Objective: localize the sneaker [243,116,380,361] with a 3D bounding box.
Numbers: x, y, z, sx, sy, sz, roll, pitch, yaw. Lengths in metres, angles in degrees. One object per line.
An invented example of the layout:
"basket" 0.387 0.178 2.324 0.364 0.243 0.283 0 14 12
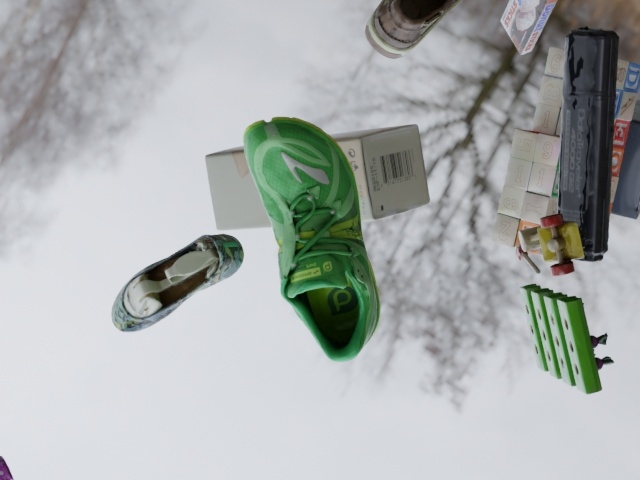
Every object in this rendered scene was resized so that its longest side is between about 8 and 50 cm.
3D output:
"sneaker" 0.000 0.000 1.618 0.123 0.109 0.295 -83 -27 -67

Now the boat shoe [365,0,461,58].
"boat shoe" 0.153 -0.338 1.872 0.095 0.257 0.095 33 151 -5

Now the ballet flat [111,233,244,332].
"ballet flat" -0.178 0.046 1.721 0.070 0.188 0.070 51 -165 -20

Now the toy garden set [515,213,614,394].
"toy garden set" 0.287 0.064 1.772 0.049 0.204 0.244 -14 -176 -4

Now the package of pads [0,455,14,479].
"package of pads" -0.497 0.367 2.307 0.050 0.032 0.083 62 162 10

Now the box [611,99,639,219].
"box" 0.488 -0.135 2.365 0.093 0.156 0.158 14 -159 16

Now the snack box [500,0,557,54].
"snack box" 0.293 -0.330 2.059 0.064 0.022 0.178 64 163 18

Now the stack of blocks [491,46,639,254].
"stack of blocks" 0.364 -0.129 2.183 0.087 0.297 0.171 19 -170 41

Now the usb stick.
"usb stick" 0.318 -0.115 1.767 0.045 0.278 0.077 -3 -171 -35

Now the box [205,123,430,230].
"box" -0.009 -0.090 2.188 0.311 0.121 0.148 -3 -170 40
